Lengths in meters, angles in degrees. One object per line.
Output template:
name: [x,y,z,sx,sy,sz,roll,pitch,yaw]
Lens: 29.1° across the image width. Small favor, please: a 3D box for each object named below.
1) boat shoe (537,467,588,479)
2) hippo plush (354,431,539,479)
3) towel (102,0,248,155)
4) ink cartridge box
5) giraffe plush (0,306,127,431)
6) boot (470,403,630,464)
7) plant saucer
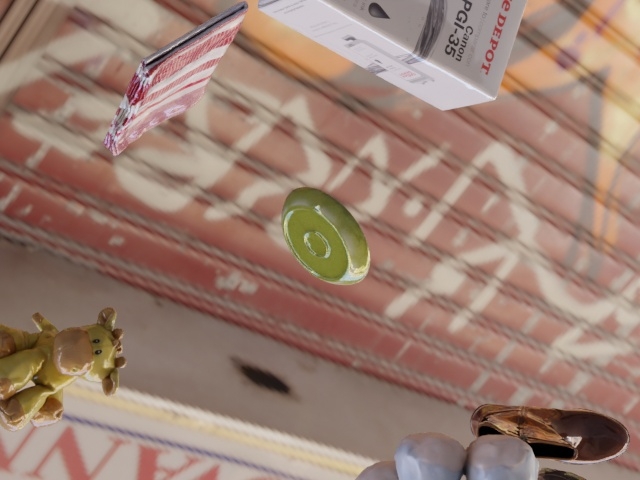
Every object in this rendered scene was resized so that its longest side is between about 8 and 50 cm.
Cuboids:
boat shoe: [0.359,0.413,1.946,0.324,0.096,0.117,116,136,-80]
hippo plush: [0.125,0.356,1.290,0.234,0.294,0.236,36,-157,-5]
towel: [-0.253,-0.279,2.162,0.237,0.329,0.037,-38,-94,-28]
ink cartridge box: [0.098,-0.305,1.430,0.283,0.207,0.117,25,167,-27]
giraffe plush: [-0.385,0.184,1.870,0.210,0.170,0.181,-32,-74,-62]
boot: [0.362,0.297,1.889,0.264,0.096,0.280,15,176,4]
plant saucer: [0.000,0.000,2.610,0.241,0.241,0.037,42,-126,15]
